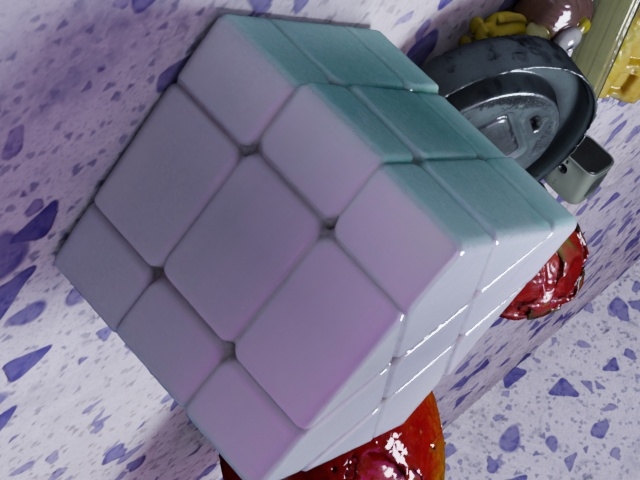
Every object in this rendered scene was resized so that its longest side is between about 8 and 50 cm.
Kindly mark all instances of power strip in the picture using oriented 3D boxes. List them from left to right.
[{"bbox_3d":[0.388,-0.284,1.839,0.092,0.066,0.388,-53,164,-48],"label":"power strip"}]

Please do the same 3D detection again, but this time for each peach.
[{"bbox_3d":[0.025,0.289,2.021,0.339,0.417,0.353,-17,-170,-31],"label":"peach"}]

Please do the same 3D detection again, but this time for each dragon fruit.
[{"bbox_3d":[0.335,0.010,2.316,0.233,0.233,0.293,-36,130,-24],"label":"dragon fruit"}]

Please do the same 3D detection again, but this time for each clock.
[{"bbox_3d":[0.187,-0.131,1.685,0.312,0.061,0.313,-18,151,-10],"label":"clock"}]

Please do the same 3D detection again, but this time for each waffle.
[{"bbox_3d":[0.557,-0.291,2.091,0.247,0.055,0.221,8,141,-15],"label":"waffle"}]

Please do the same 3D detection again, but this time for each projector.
[{"bbox_3d":[0.454,-0.125,2.403,0.083,0.083,0.082,-30,158,-38],"label":"projector"}]

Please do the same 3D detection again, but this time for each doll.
[{"bbox_3d":[0.257,-0.252,1.690,0.188,0.096,0.145,-27,155,-12],"label":"doll"}]

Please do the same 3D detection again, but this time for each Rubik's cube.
[{"bbox_3d":[0.000,0.000,1.336,0.319,0.316,0.322,-52,162,22],"label":"Rubik's cube"}]
